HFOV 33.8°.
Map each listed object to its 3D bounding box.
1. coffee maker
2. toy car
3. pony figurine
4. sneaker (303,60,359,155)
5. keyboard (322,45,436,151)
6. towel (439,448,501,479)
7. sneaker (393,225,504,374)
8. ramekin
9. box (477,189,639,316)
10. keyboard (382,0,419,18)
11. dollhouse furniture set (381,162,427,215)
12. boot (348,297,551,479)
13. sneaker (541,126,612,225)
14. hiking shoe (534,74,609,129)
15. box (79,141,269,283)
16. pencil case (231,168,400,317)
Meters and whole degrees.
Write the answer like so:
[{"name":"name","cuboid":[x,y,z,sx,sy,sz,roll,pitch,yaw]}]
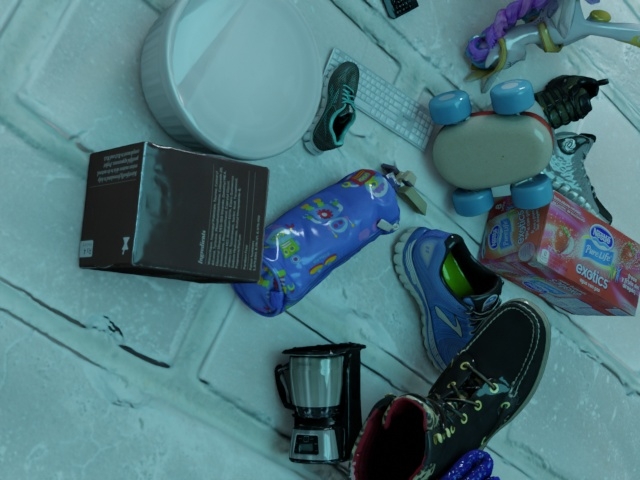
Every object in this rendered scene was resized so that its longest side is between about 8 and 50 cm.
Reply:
[{"name":"coffee maker","cuboid":[0.020,0.255,1.654,0.171,0.120,0.178,-1,89,-38]},{"name":"toy car","cuboid":[0.322,-0.195,1.897,0.238,0.210,0.219,-57,135,-57]},{"name":"pony figurine","cuboid":[0.430,-0.440,1.873,0.364,0.302,0.351,-17,138,-13]},{"name":"sneaker","cuboid":[0.036,-0.214,1.706,0.065,0.076,0.166,26,77,-35]},{"name":"keyboard","cuboid":[0.105,-0.239,1.806,0.256,0.014,0.072,28,72,-33]},{"name":"towel","cuboid":[0.175,0.478,1.674,0.076,0.308,0.228,38,56,20]},{"name":"sneaker","cuboid":[0.249,0.126,1.819,0.130,0.147,0.330,-40,112,-31]},{"name":"ramekin","cuboid":[-0.140,-0.248,1.547,0.273,0.127,0.272,1,88,-38]},{"name":"box","cuboid":[0.459,0.031,1.982,0.300,0.154,0.142,26,72,-33]},{"name":"keyboard","cuboid":[0.126,-0.488,1.818,0.100,0.038,0.192,-36,110,-33]},{"name":"dollhouse furniture set","cuboid":[0.138,-0.059,1.791,0.081,0.091,0.114,-51,121,-10]},{"name":"boot","cuboid":[0.204,0.259,1.656,0.377,0.138,0.284,-56,155,15]},{"name":"sneaker","cuboid":[0.495,-0.130,1.982,0.229,0.086,0.132,36,95,-19]},{"name":"hiking shoe","cuboid":[0.455,-0.257,2.012,0.227,0.114,0.086,-44,113,-30]},{"name":"box","cuboid":[-0.202,-0.032,1.463,0.203,0.168,0.167,10,82,-37]},{"name":"pencil case","cuboid":[0.000,0.000,1.644,0.306,0.133,0.119,-34,142,-33]}]
